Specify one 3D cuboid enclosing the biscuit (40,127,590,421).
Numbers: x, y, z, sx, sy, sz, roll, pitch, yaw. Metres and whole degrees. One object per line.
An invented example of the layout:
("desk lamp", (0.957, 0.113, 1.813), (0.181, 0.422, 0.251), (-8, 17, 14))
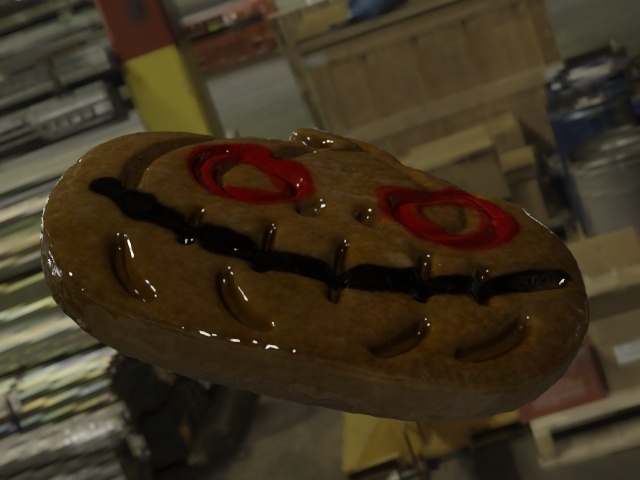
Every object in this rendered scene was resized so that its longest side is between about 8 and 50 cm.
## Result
("biscuit", (0.000, -0.001, 0.930), (0.368, 0.063, 0.314), (11, 32, 2))
